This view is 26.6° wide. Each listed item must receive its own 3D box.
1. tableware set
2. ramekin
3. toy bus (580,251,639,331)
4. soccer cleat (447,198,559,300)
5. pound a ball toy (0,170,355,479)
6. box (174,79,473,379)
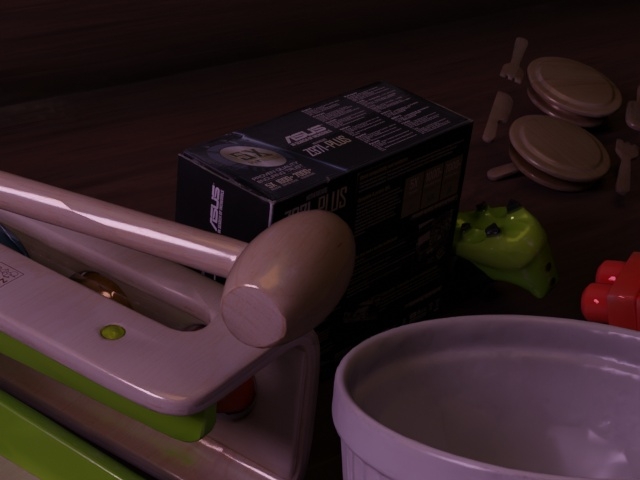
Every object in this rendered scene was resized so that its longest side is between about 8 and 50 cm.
[{"bbox_3d":[0.202,-0.095,1.142,0.128,0.039,0.194,22,37,4],"label":"tableware set"},{"bbox_3d":[0.108,0.118,0.646,0.207,0.109,0.207,2,16,-1],"label":"ramekin"},{"bbox_3d":[0.252,0.065,0.786,0.212,0.149,0.220,5,30,24],"label":"toy bus"},{"bbox_3d":[0.086,0.004,0.931,0.060,0.072,0.179,-44,32,-25],"label":"soccer cleat"},{"bbox_3d":[-0.114,0.028,0.697,0.319,0.208,0.136,22,34,27],"label":"pound a ball toy"},{"bbox_3d":[0.000,0.000,0.828,0.078,0.147,0.180,29,38,33],"label":"box"}]
